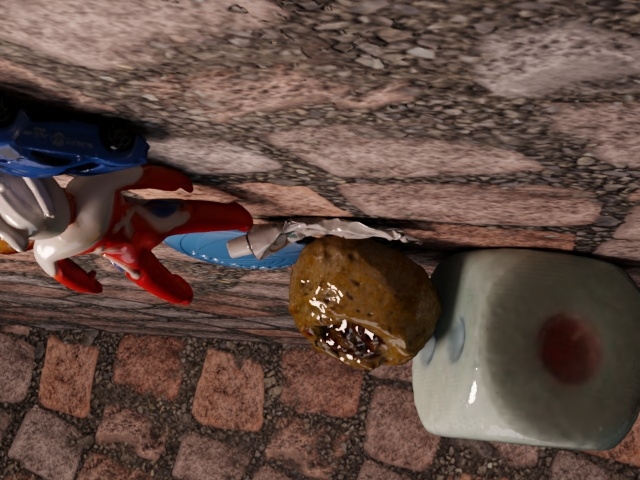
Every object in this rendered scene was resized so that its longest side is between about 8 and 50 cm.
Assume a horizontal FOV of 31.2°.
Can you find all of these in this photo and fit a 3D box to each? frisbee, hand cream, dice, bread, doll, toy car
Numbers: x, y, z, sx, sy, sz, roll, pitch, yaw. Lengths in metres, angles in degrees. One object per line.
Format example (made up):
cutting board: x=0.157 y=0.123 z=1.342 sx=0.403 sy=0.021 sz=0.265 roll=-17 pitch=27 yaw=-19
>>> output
frisbee: x=-0.117 y=0.017 z=1.697 sx=0.242 sy=0.045 sz=0.242 roll=6 pitch=169 yaw=1
hand cream: x=0.000 y=-0.004 z=1.502 sx=0.257 sy=0.050 sz=0.084 roll=-4 pitch=169 yaw=18
dice: x=0.294 y=0.160 z=1.647 sx=0.268 sy=0.264 sz=0.262 roll=7 pitch=170 yaw=-15
bread: x=0.056 y=0.096 z=1.615 sx=0.230 sy=0.123 sz=0.230 roll=16 pitch=144 yaw=12
doll: x=-0.235 y=-0.015 z=1.283 sx=0.099 sy=0.188 sz=0.384 roll=47 pitch=-167 yaw=28
toy car: x=-0.267 y=-0.091 z=1.097 sx=0.216 sy=0.063 sz=0.103 roll=12 pitch=168 yaw=-35

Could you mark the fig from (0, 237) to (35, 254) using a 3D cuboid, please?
fig: x=-0.360 y=-0.060 z=1.309 sx=0.119 sy=0.153 sz=0.119 roll=-25 pitch=-169 yaw=5
